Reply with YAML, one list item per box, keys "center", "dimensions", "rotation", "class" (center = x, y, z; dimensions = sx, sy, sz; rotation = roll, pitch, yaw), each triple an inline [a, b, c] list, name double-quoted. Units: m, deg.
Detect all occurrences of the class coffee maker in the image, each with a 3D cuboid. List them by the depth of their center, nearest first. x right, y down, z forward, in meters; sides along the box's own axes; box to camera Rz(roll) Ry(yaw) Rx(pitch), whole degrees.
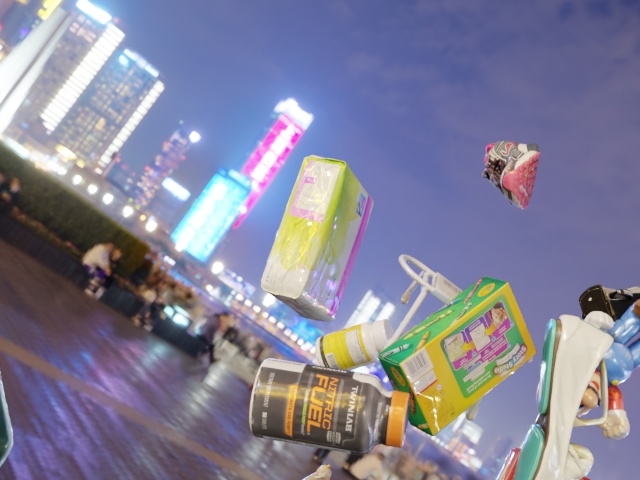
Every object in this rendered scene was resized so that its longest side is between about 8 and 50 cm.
- center: [0.799, 0.206, 2.126]
  dimensions: [0.178, 0.171, 0.120]
  rotation: [4, -6, -28]
  class: "coffee maker"

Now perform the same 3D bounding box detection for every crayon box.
- center: [0.261, 0.212, 1.486]
  dimensions: [0.081, 0.278, 0.165]
  rotation: [14, -47, 62]
  class: "crayon box"

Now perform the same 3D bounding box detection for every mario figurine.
- center: [0.578, 0.268, 1.590]
  dimensions: [0.198, 0.320, 0.170]
  rotation: [49, -1, 33]
  class: "mario figurine"

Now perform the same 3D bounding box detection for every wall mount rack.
- center: [0.265, 0.192, 1.622]
  dimensions: [0.350, 0.130, 0.304]
  rotation: [37, 20, 0]
  class: "wall mount rack"

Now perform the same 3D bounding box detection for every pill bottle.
- center: [0.019, 0.270, 1.278]
  dimensions: [0.245, 0.131, 0.130]
  rotation: [7, -13, 10]
  class: "pill bottle"
- center: [0.103, 0.298, 2.227]
  dimensions: [0.119, 0.208, 0.119]
  rotation: [55, 23, -37]
  class: "pill bottle"

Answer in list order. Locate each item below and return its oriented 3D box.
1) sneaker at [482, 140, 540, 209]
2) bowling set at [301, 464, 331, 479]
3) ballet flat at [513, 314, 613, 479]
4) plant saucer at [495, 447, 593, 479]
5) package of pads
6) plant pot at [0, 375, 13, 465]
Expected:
- center: [0.397, -0.144, 1.677]
  dimensions: [0.112, 0.121, 0.299]
  rotation: [11, 15, 10]
  class: "sneaker"
- center: [-0.032, 0.727, 1.995]
  dimensions: [0.200, 0.287, 0.154]
  rotation: [49, 32, 13]
  class: "bowling set"
- center: [0.434, 0.335, 1.409]
  dimensions: [0.139, 0.401, 0.139]
  rotation: [11, 5, -1]
  class: "ballet flat"
- center: [0.526, 0.608, 1.837]
  dimensions: [0.259, 0.258, 0.048]
  rotation: [22, -49, 22]
  class: "plant saucer"
- center: [0.000, 0.000, 1.601]
  dimensions: [0.101, 0.297, 0.229]
  rotation: [14, -13, 23]
  class: "package of pads"
- center: [-0.606, 0.258, 1.072]
  dimensions: [0.252, 0.248, 0.247]
  rotation: [8, 32, 6]
  class: "plant pot"
